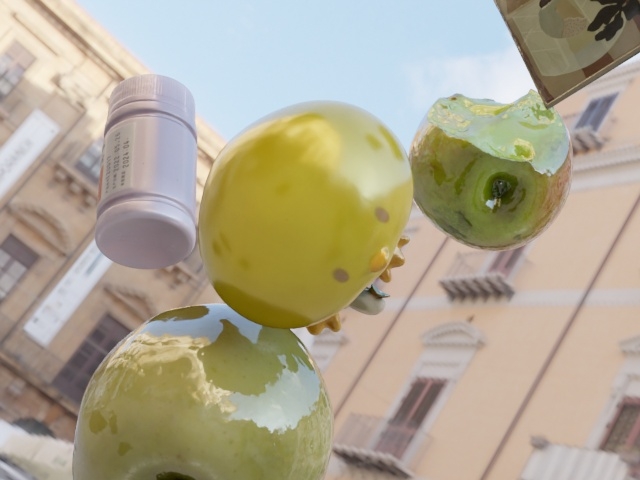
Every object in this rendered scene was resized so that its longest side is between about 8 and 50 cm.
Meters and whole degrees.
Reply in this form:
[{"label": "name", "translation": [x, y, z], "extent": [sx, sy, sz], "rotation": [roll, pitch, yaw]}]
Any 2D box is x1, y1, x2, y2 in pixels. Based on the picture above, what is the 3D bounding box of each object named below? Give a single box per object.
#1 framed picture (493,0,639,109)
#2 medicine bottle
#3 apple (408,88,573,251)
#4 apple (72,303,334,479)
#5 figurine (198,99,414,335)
[{"label": "framed picture", "translation": [0.271, -0.250, 1.092], "extent": [0.136, 0.200, 0.010], "rotation": [-32, -40, 22]}, {"label": "medicine bottle", "translation": [-0.232, -0.096, 1.359], "extent": [0.133, 0.249, 0.133], "rotation": [-2, -34, -1]}, {"label": "apple", "translation": [0.247, -0.107, 1.451], "extent": [0.246, 0.246, 0.226], "rotation": [35, 20, -1]}, {"label": "apple", "translation": [-0.119, 0.188, 0.992], "extent": [0.262, 0.262, 0.262], "rotation": [29, -22, 13]}, {"label": "figurine", "translation": [0.000, 0.000, 0.972], "extent": [0.187, 0.215, 0.343], "rotation": [27, -11, 16]}]
